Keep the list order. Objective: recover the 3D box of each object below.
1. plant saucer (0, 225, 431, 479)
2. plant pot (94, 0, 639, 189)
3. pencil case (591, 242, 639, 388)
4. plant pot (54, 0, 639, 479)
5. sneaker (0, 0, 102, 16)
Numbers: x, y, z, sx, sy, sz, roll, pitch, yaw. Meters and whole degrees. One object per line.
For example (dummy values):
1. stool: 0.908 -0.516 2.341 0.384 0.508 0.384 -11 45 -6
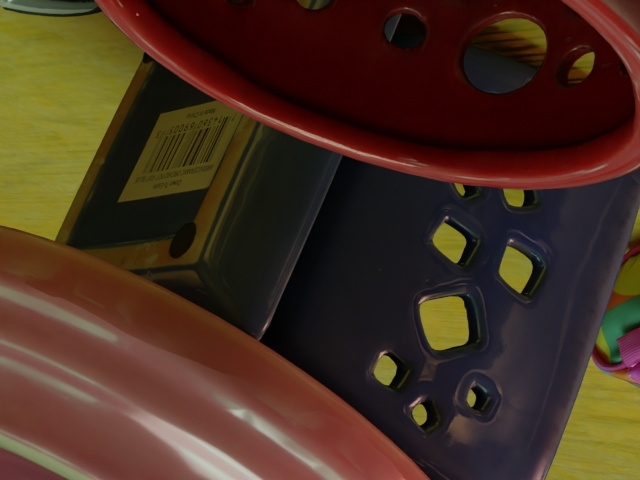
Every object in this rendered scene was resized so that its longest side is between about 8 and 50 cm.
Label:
1. plant saucer: -0.087 0.119 0.817 0.332 0.084 0.332 25 156 12
2. plant pot: 0.036 -0.131 0.504 0.191 0.174 0.191 15 162 5
3. pencil case: 0.284 0.083 1.040 0.236 0.104 0.104 26 161 -22
4. plant pot: 0.000 0.000 0.858 0.212 0.236 0.236 35 157 -29
5. sneaker: -0.165 -0.180 0.706 0.229 0.086 0.132 25 159 -17
